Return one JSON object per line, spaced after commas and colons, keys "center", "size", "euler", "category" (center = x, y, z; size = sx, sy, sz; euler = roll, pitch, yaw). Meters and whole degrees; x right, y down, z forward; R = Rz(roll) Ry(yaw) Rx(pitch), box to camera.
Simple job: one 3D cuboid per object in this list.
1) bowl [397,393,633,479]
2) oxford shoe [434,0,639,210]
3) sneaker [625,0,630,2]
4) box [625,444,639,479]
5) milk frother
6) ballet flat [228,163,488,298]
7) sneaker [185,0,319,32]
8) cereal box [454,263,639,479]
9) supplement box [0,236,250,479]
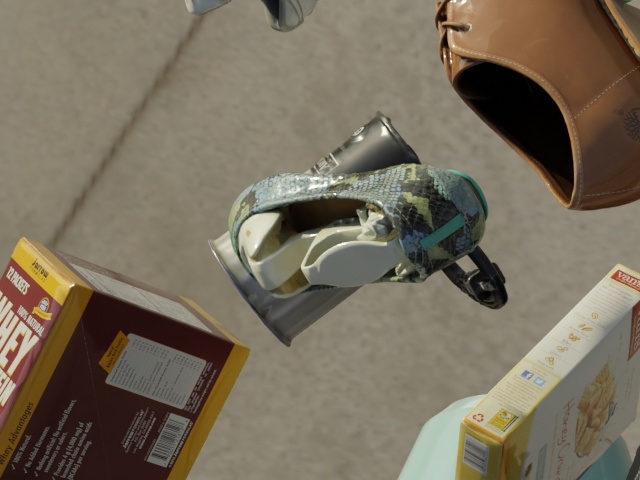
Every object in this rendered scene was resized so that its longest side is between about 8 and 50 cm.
{"center": [0.215, 0.269, 1.919], "size": [0.311, 0.311, 0.163], "euler": [-15, 59, 41], "category": "bowl"}
{"center": [0.075, -0.099, 0.739], "size": [0.212, 0.076, 0.076], "euler": [57, 158, 30], "category": "oxford shoe"}
{"center": [0.306, -0.288, 1.942], "size": [0.123, 0.295, 0.109], "euler": [40, 76, 20], "category": "sneaker"}
{"center": [0.448, 0.266, 1.154], "size": [0.480, 0.472, 0.297], "euler": [-3, 74, 5], "category": "box"}
{"center": [0.028, 0.017, 1.104], "size": [0.135, 0.129, 0.143], "euler": [-37, 87, 4], "category": "milk frother"}
{"center": [0.000, 0.000, 0.898], "size": [0.188, 0.070, 0.070], "euler": [-14, 70, 50], "category": "ballet flat"}
{"center": [-0.086, -0.230, 1.320], "size": [0.115, 0.232, 0.090], "euler": [-64, 23, -4], "category": "sneaker"}
{"center": [0.195, 0.150, 1.482], "size": [0.047, 0.240, 0.173], "euler": [28, 138, 28], "category": "cereal box"}
{"center": [-0.206, 0.130, 1.590], "size": [0.129, 0.194, 0.191], "euler": [34, 98, 55], "category": "supplement box"}
